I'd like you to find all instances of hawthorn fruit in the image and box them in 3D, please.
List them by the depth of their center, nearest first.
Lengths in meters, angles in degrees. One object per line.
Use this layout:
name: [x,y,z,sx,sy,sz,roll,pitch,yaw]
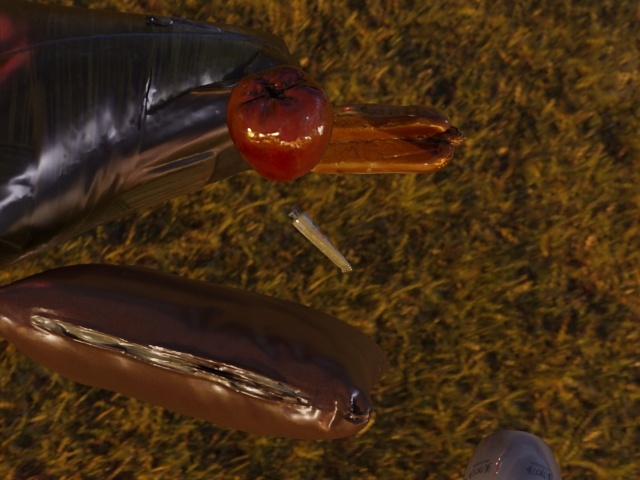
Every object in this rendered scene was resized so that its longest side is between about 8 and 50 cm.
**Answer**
hawthorn fruit: [-0.030,-0.083,0.858,0.081,0.093,0.081,-4,55,6]

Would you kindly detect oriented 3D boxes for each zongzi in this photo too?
zongzi: [-0.189,-0.071,1.099,0.403,0.208,0.432,2,39,-13]

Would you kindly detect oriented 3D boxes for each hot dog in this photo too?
hot dog: [0.074,-0.127,1.417,0.062,0.236,0.092,-30,120,-57]

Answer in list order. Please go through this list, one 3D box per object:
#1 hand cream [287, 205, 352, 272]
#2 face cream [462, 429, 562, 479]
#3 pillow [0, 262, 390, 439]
hand cream: [0.000,0.000,1.376,0.102,0.035,0.022,46,70,-8]
face cream: [0.162,0.217,0.950,0.091,0.091,0.095,27,47,-15]
pillow: [-0.096,0.087,0.961,0.308,0.305,0.108,15,92,6]
